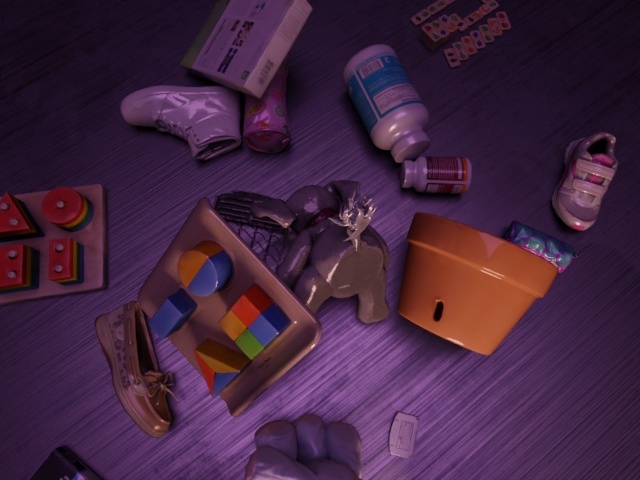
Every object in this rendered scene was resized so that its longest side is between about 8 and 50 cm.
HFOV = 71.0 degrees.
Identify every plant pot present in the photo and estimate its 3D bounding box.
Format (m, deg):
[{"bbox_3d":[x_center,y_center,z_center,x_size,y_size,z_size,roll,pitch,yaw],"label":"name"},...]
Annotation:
[{"bbox_3d":[0.286,0.093,0.899,0.290,0.291,0.204,23,91,7],"label":"plant pot"}]

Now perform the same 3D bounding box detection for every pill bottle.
[{"bbox_3d":[0.164,-0.322,1.077,0.146,0.146,0.264,-21,75,-6],"label":"pill bottle"},{"bbox_3d":[0.270,-0.155,1.058,0.151,0.086,0.086,2,73,0],"label":"pill bottle"}]

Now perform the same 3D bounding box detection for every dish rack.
[{"bbox_3d":[-0.181,0.012,1.015,0.208,0.074,0.272,12,73,3],"label":"dish rack"}]

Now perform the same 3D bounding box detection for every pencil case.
[{"bbox_3d":[0.493,0.014,1.018,0.151,0.065,0.070,26,50,8],"label":"pencil case"},{"bbox_3d":[-0.132,-0.363,1.104,0.124,0.124,0.284,-2,72,-1],"label":"pencil case"}]

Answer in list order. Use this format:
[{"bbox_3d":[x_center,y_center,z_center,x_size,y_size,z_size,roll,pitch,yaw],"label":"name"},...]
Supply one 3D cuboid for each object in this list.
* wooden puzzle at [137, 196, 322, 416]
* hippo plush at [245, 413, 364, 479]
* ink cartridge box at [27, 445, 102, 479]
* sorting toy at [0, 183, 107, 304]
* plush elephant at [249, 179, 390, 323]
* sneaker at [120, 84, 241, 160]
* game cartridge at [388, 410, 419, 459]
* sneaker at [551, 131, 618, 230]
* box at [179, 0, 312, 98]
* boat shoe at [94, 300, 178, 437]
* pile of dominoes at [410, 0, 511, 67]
[{"bbox_3d":[-0.208,0.144,0.865,0.348,0.080,0.322,48,121,9],"label":"wooden puzzle"},{"bbox_3d":[-0.010,0.491,0.832,0.294,0.234,0.237,16,104,20],"label":"hippo plush"},{"bbox_3d":[-0.508,0.552,0.867,0.206,0.045,0.208,34,77,9],"label":"ink cartridge box"},{"bbox_3d":[-0.630,-0.004,1.010,0.257,0.089,0.256,-8,73,-2],"label":"sorting toy"},{"bbox_3d":[0.000,0.000,0.929,0.271,0.330,0.255,-10,38,-25],"label":"plush elephant"},{"bbox_3d":[-0.336,-0.276,1.084,0.292,0.108,0.169,-7,70,-3],"label":"sneaker"},{"bbox_3d":[0.171,0.401,0.928,0.055,0.017,0.083,15,74,1],"label":"game cartridge"},{"bbox_3d":[0.618,-0.148,1.043,0.102,0.111,0.252,14,74,4],"label":"sneaker"},{"bbox_3d":[-0.189,-0.478,1.064,0.322,0.058,0.232,33,92,40],"label":"box"},{"bbox_3d":[-0.370,0.259,0.923,0.089,0.104,0.285,-31,75,-6],"label":"boat shoe"},{"bbox_3d":[0.388,-0.601,1.217,0.251,0.040,0.196,-36,76,-10],"label":"pile of dominoes"}]
